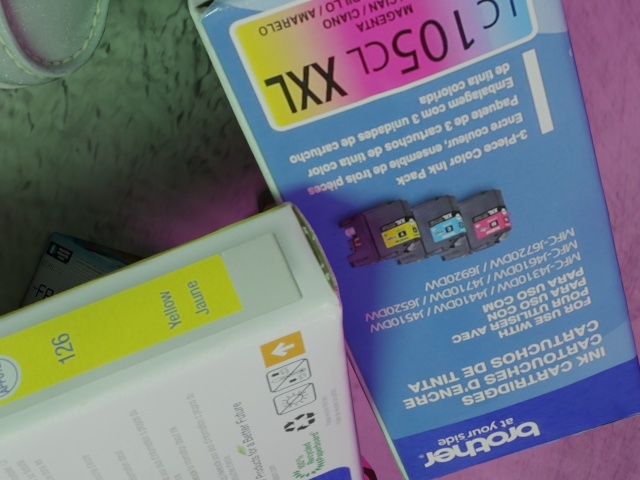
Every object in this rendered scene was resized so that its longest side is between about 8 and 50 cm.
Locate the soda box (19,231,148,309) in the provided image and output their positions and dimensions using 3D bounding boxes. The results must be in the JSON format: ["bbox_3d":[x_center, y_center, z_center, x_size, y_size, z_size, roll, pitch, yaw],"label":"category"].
[{"bbox_3d":[-0.102,0.047,0.794,0.183,0.058,0.063,20,93,-61],"label":"soda box"}]

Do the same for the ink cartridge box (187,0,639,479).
[{"bbox_3d":[0.055,-0.060,0.697,0.151,0.270,0.395,-17,132,5],"label":"ink cartridge box"}]

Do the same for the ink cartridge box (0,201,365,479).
[{"bbox_3d":[-0.128,0.136,0.618,0.307,0.072,0.304,-19,150,-7],"label":"ink cartridge box"}]

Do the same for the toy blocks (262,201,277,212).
[{"bbox_3d":[0.000,0.000,0.929,0.148,0.054,0.123,-51,147,-25],"label":"toy blocks"}]

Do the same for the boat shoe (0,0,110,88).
[{"bbox_3d":[-0.118,-0.209,0.536,0.118,0.103,0.321,-25,131,-49],"label":"boat shoe"}]

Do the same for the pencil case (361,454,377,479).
[{"bbox_3d":[-0.025,0.195,0.998,0.209,0.095,0.098,30,70,-63],"label":"pencil case"}]
